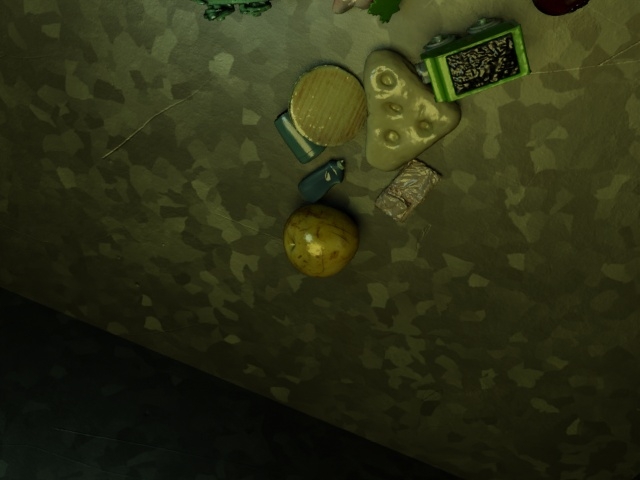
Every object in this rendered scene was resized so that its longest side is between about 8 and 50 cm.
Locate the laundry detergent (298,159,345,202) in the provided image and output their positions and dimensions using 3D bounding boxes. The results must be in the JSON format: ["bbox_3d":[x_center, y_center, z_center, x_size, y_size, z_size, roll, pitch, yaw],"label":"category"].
[{"bbox_3d":[0.016,-0.224,1.983,0.206,0.061,0.097,-36,101,31],"label":"laundry detergent"}]

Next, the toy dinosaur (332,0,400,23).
[{"bbox_3d":[0.142,-0.714,1.589,0.177,0.152,0.194,48,124,27],"label":"toy dinosaur"}]

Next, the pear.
[{"bbox_3d":[0.000,0.000,2.020,0.280,0.281,0.281,7,126,10],"label":"pear"}]

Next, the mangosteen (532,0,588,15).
[{"bbox_3d":[0.628,-0.691,1.434,0.199,0.200,0.200,7,126,10],"label":"mangosteen"}]

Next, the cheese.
[{"bbox_3d":[0.222,-0.395,1.762,0.351,0.130,0.328,36,125,-12],"label":"cheese"}]

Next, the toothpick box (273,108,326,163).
[{"bbox_3d":[-0.070,-0.365,1.871,0.120,0.120,0.184,-29,110,30],"label":"toothpick box"}]

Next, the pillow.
[{"bbox_3d":[0.307,-0.171,1.949,0.135,0.049,0.248,36,123,-6],"label":"pillow"}]

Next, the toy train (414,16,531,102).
[{"bbox_3d":[0.426,-0.506,1.547,0.307,0.249,0.174,-17,116,15],"label":"toy train"}]

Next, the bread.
[{"bbox_3d":[0.024,-0.436,1.786,0.266,0.040,0.267,-2,106,-8],"label":"bread"}]

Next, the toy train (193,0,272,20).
[{"bbox_3d":[-0.229,-0.739,1.575,0.298,0.238,0.167,2,126,16],"label":"toy train"}]
